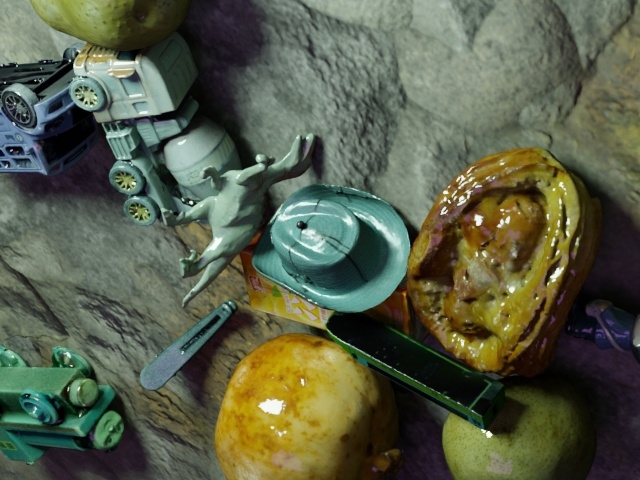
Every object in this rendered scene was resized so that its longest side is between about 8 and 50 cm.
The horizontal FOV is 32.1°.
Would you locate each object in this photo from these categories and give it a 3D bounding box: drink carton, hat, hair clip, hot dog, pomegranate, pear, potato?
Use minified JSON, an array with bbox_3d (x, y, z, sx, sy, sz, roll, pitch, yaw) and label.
[{"bbox_3d":[0.021,0.051,1.278,0.223,0.071,0.096,14,132,29],"label":"drink carton"},{"bbox_3d":[0.000,0.000,1.201,0.191,0.138,0.078,17,162,30],"label":"hat"},{"bbox_3d":[-0.171,0.130,1.511,0.039,0.070,0.229,46,131,1],"label":"hair clip"},{"bbox_3d":[0.176,0.032,1.103,0.175,0.114,0.259,37,140,25],"label":"hot dog"},{"bbox_3d":[-0.010,0.232,1.342,0.248,0.248,0.248,21,134,23],"label":"pomegranate"},{"bbox_3d":[0.214,0.220,1.214,0.167,0.136,0.167,-2,154,-1],"label":"pear"},{"bbox_3d":[-0.217,-0.266,1.133,0.194,0.157,0.157,-8,118,34],"label":"potato"}]

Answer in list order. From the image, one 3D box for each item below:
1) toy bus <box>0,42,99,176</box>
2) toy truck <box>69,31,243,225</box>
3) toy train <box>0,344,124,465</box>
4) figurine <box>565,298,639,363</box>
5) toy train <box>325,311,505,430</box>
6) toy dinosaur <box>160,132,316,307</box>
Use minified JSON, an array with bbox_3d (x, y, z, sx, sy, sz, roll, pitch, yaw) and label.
[{"bbox_3d":[-0.375,-0.152,1.368,0.292,0.125,0.133,3,127,37],"label":"toy bus"},{"bbox_3d":[-0.167,-0.120,1.254,0.140,0.108,0.256,-3,128,22],"label":"toy truck"},{"bbox_3d":[-0.444,0.273,1.792,0.298,0.120,0.194,-4,129,39],"label":"toy train"},{"bbox_3d":[0.309,0.097,1.095,0.136,0.079,0.077,-3,164,34],"label":"figurine"},{"bbox_3d":[0.096,0.134,1.185,0.209,0.044,0.042,26,153,30],"label":"toy train"},{"bbox_3d":[-0.098,-0.012,1.247,0.053,0.167,0.242,52,143,37],"label":"toy dinosaur"}]
